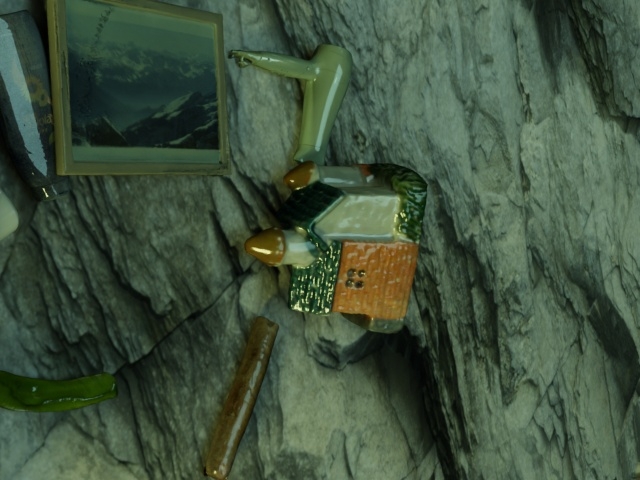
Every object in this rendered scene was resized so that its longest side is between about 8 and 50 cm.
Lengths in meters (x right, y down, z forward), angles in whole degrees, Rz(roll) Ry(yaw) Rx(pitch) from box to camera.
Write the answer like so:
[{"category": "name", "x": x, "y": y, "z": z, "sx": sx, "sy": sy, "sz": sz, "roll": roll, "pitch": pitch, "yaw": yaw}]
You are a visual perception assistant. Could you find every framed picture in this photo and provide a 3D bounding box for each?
[{"category": "framed picture", "x": -0.240, "y": -0.212, "z": 1.384, "sx": 0.335, "sy": 0.022, "sz": 0.248, "roll": -4, "pitch": 92, "yaw": -57}]

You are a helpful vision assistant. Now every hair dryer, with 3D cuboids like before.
[{"category": "hair dryer", "x": -0.058, "y": -0.240, "z": 1.616, "sx": 0.237, "sy": 0.075, "sz": 0.207, "roll": 19, "pitch": 83, "yaw": -40}]

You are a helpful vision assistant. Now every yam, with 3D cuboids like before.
[{"category": "yam", "x": -0.121, "y": 0.244, "z": 1.550, "sx": 0.046, "sy": 0.046, "sz": 0.264, "roll": 39, "pitch": 61, "yaw": -43}]

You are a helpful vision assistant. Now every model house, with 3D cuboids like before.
[{"category": "model house", "x": 0.000, "y": 0.000, "z": 1.615, "sx": 0.300, "sy": 0.190, "sz": 0.272, "roll": 3, "pitch": 104, "yaw": -30}]

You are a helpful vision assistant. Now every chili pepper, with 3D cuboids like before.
[{"category": "chili pepper", "x": -0.349, "y": 0.193, "z": 1.282, "sx": 0.201, "sy": 0.050, "sz": 0.052, "roll": 10, "pitch": 68, "yaw": -48}]

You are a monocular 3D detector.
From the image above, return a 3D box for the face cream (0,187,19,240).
[{"category": "face cream", "x": -0.460, "y": 0.041, "z": 1.076, "sx": 0.370, "sy": 0.145, "sz": 0.145, "roll": -45, "pitch": 123, "yaw": -37}]

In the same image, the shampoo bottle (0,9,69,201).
[{"category": "shampoo bottle", "x": -0.366, "y": -0.165, "z": 1.254, "sx": 0.087, "sy": 0.049, "sz": 0.234, "roll": -28, "pitch": 112, "yaw": -47}]
